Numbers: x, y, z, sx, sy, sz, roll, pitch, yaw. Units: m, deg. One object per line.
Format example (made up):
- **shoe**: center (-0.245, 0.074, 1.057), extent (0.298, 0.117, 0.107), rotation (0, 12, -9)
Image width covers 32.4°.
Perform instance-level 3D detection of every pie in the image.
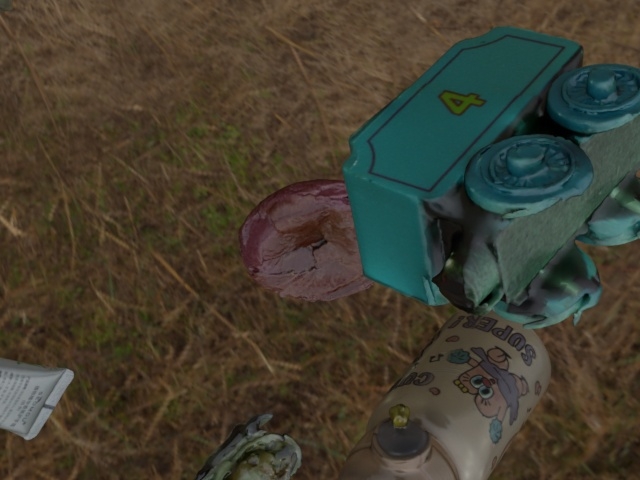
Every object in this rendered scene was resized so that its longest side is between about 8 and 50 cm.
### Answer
- **pie**: center (0.000, 0.000, 1.205), extent (0.182, 0.049, 0.182), rotation (-5, 140, -4)

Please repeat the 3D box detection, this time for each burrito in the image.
- **burrito**: center (-0.057, 0.131, 0.477), extent (0.044, 0.074, 0.118), rotation (37, 123, 1)

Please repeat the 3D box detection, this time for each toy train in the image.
- **toy train**: center (0.106, -0.039, 0.637), extent (0.198, 0.154, 0.107), rotation (-43, 138, -30)

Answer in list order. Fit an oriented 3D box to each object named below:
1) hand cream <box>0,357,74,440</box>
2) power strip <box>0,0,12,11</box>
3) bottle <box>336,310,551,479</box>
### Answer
- **hand cream**: center (-0.269, 0.098, 0.790), extent (0.194, 0.042, 0.067), rotation (26, 96, -46)
- **power strip**: center (-0.413, -0.414, 1.352), extent (0.048, 0.080, 0.285), rotation (-1, 95, 1)
- **bottle**: center (0.090, 0.135, 0.814), extent (0.209, 0.097, 0.110), rotation (-42, 142, -46)
